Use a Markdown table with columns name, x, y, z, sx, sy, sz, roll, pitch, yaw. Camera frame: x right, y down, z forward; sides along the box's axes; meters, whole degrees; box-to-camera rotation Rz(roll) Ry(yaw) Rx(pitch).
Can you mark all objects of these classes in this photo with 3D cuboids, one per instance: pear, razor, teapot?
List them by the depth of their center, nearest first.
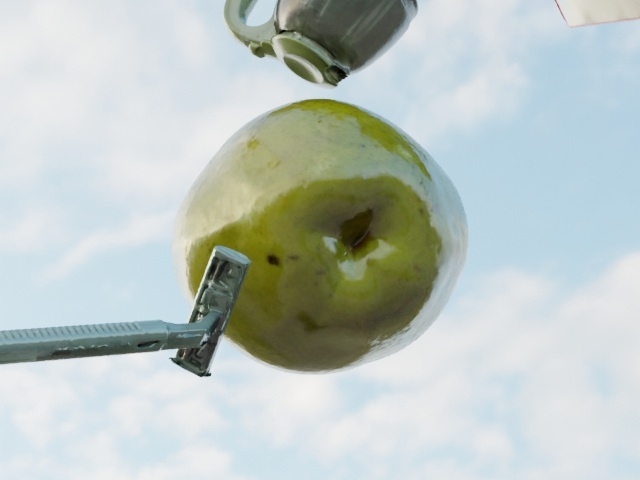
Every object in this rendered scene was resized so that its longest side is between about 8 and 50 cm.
| name | x | y | z | sx | sy | sz | roll | pitch | yaw |
| --- | --- | --- | --- | --- | --- | --- | --- | --- | --- |
| razor | -0.131 | 0.053 | 0.794 | 0.211 | 0.036 | 0.084 | -7 | -52 | -43 |
| pear | 0.001 | 0.001 | 0.969 | 0.198 | 0.198 | 0.198 | 0 | -34 | 0 |
| teapot | -0.002 | -0.154 | 1.031 | 0.124 | 0.091 | 0.092 | 13 | -26 | 52 |

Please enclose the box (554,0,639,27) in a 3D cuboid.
| name | x | y | z | sx | sy | sz | roll | pitch | yaw |
| --- | --- | --- | --- | --- | --- | --- | --- | --- | --- |
| box | 0.340 | -0.392 | 1.271 | 0.300 | 0.312 | 0.314 | 60 | -16 | -14 |
